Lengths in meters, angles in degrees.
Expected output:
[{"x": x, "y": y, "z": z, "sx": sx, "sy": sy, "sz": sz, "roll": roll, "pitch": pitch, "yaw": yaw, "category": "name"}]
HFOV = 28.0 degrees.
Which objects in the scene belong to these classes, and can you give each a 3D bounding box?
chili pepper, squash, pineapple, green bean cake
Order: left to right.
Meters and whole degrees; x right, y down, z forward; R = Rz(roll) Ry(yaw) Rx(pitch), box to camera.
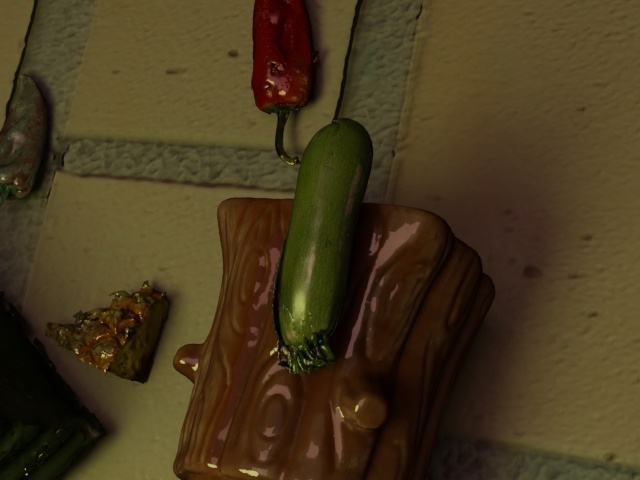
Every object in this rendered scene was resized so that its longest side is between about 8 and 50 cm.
[{"x": -0.326, "y": 0.104, "z": 1.052, "sx": 0.132, "sy": 0.255, "sz": 0.241, "roll": -47, "pitch": 66, "yaw": 7, "category": "green bean cake"}, {"x": -0.286, "y": -0.089, "z": 1.215, "sx": 0.050, "sy": 0.041, "sz": 0.153, "roll": 7, "pitch": 57, "yaw": -1, "category": "chili pepper"}, {"x": -0.188, "y": 0.087, "z": 1.124, "sx": 0.114, "sy": 0.077, "sz": 0.114, "roll": 2, "pitch": 38, "yaw": 29, "category": "pineapple"}, {"x": -0.035, "y": -0.192, "z": 1.166, "sx": 0.059, "sy": 0.050, "sz": 0.268, "roll": -11, "pitch": 68, "yaw": 30, "category": "chili pepper"}, {"x": 0.000, "y": 0.000, "z": 0.875, "sx": 0.052, "sy": 0.052, "sz": 0.183, "roll": 7, "pitch": 74, "yaw": 19, "category": "squash"}]

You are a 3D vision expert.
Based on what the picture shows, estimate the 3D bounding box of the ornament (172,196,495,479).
[{"x": 0.010, "y": 0.101, "z": 0.958, "sx": 0.235, "sy": 0.221, "sz": 0.218, "roll": 26, "pitch": 69, "yaw": -22, "category": "ornament"}]
